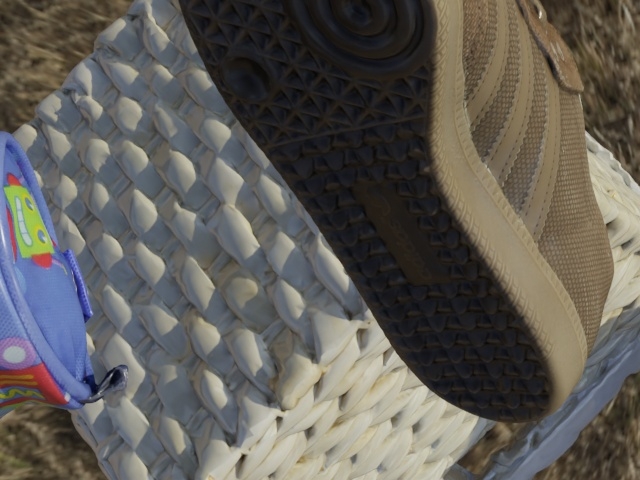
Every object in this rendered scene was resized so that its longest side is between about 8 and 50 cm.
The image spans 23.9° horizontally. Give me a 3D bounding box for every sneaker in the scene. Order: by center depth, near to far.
[{"bbox_3d":[0.023,-0.042,0.363,0.066,0.071,0.188,1,132,32],"label":"sneaker"}]

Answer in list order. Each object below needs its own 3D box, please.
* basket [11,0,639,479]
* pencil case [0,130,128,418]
[{"bbox_3d":[0.000,0.000,0.961,0.328,0.266,0.331,-47,52,11],"label":"basket"},{"bbox_3d":[-0.240,0.053,0.636,0.306,0.133,0.119,-18,71,5],"label":"pencil case"}]
